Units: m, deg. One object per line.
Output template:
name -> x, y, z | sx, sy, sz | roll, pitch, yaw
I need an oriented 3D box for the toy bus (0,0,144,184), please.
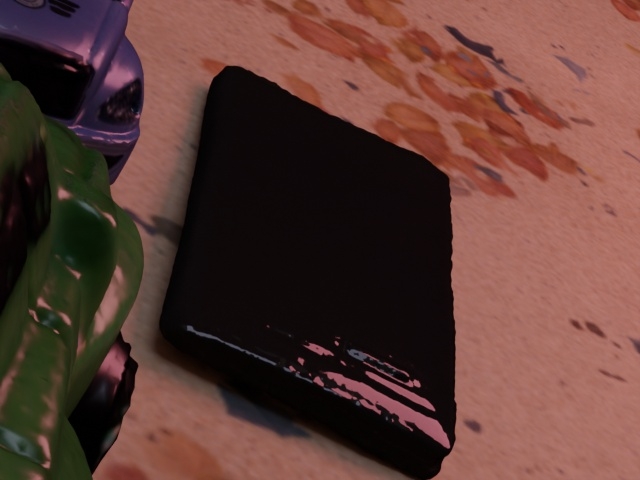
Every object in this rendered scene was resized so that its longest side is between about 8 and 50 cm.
toy bus -> -0.148, -0.149, 0.709 | 0.125, 0.133, 0.292 | 14, 31, -34

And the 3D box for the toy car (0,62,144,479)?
toy car -> -0.136, 0.022, 0.377 | 0.213, 0.176, 0.359 | 28, 25, -11

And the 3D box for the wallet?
wallet -> 0.000, 0.000, 0.739 | 0.124, 0.025, 0.244 | 27, 27, -11
